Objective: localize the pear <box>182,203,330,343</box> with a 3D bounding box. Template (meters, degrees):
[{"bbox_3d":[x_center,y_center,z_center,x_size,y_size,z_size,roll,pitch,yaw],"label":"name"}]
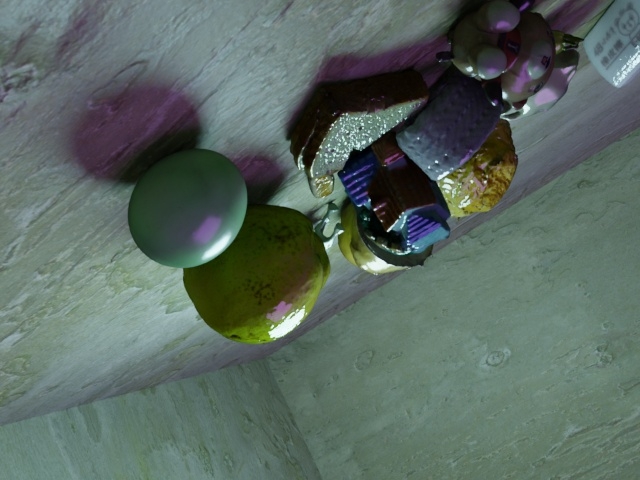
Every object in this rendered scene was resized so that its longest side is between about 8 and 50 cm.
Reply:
[{"bbox_3d":[-0.155,0.078,1.747,0.391,0.391,0.391,-26,165,-7],"label":"pear"}]

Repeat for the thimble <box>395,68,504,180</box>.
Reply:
[{"bbox_3d":[0.305,-0.280,1.595,0.245,0.157,0.217,-48,-171,-3],"label":"thimble"}]

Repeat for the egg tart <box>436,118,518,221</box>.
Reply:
[{"bbox_3d":[0.467,-0.205,1.980,0.339,0.153,0.351,10,119,-52],"label":"egg tart"}]

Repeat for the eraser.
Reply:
[{"bbox_3d":[0.803,-0.539,1.709,0.095,0.174,0.270,-25,165,-14],"label":"eraser"}]

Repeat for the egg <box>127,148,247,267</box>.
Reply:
[{"bbox_3d":[-0.265,-0.065,1.337,0.270,0.220,0.220,-45,159,26],"label":"egg"}]

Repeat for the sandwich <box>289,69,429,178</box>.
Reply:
[{"bbox_3d":[0.080,-0.264,1.511,0.288,0.099,0.254,-20,156,-30],"label":"sandwich"}]

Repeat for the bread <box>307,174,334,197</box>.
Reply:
[{"bbox_3d":[0.001,-0.163,1.800,0.073,0.053,0.214,-23,168,0],"label":"bread"}]

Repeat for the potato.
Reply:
[{"bbox_3d":[0.171,0.014,2.156,0.296,0.290,0.397,-44,-161,42],"label":"potato"}]

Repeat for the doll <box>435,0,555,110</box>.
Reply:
[{"bbox_3d":[0.393,-0.408,1.442,0.174,0.235,0.330,17,-169,42],"label":"doll"}]

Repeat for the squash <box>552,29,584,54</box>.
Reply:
[{"bbox_3d":[0.545,-0.484,1.647,0.200,0.075,0.090,-12,157,34],"label":"squash"}]

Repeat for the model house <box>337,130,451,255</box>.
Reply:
[{"bbox_3d":[0.180,-0.131,1.771,0.252,0.295,0.329,-27,159,11],"label":"model house"}]

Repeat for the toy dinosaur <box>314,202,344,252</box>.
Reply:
[{"bbox_3d":[0.000,0.000,2.090,0.205,0.092,0.393,-54,-174,28],"label":"toy dinosaur"}]

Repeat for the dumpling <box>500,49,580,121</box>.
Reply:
[{"bbox_3d":[0.563,-0.422,1.770,0.147,0.193,0.258,37,114,-24],"label":"dumpling"}]
